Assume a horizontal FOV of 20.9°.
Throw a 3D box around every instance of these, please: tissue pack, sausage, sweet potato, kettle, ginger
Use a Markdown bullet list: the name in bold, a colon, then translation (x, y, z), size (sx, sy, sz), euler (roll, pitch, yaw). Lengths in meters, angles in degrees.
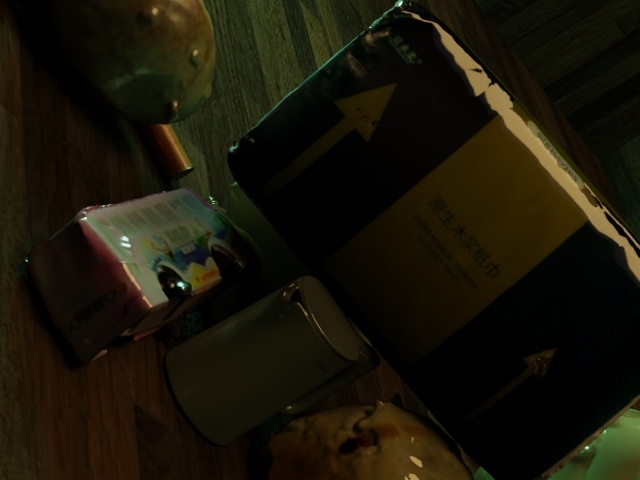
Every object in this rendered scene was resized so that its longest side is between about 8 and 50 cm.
- **tissue pack**: translation (0.124, -0.005, 1.624), size (0.416, 0.253, 0.264), euler (48, 3, -2)
- **sausage**: translation (-0.166, -0.110, 1.766), size (0.107, 0.031, 0.031), euler (60, 16, 11)
- **sweet potato**: translation (-0.090, 0.011, 1.710), size (0.068, 0.068, 0.226), euler (47, 19, -32)
- **kettle**: translation (-0.041, 0.112, 1.515), size (0.127, 0.148, 0.098), euler (55, 16, -14)
- **ginger**: translation (-0.194, -0.261, 1.733), size (0.244, 0.155, 0.304), euler (55, 15, -31)

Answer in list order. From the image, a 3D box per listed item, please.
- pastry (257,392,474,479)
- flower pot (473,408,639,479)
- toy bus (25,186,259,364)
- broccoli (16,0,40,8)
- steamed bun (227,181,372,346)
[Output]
- **pastry**: translation (0.075, 0.267, 1.540), size (0.237, 0.170, 0.256), euler (41, 27, -40)
- **flower pot**: translation (0.274, 0.327, 1.829), size (0.244, 0.307, 0.307), euler (-10, 69, -58)
- **toy bus**: translation (-0.148, 0.026, 1.468), size (0.112, 0.090, 0.274), euler (53, 16, 5)
- **broccoli**: translation (-0.313, -0.298, 1.596), size (0.204, 0.122, 0.118), euler (61, 24, -48)
- **steamed bun**: translation (0.030, -0.005, 1.806), size (0.231, 0.212, 0.110), euler (57, -6, 6)
